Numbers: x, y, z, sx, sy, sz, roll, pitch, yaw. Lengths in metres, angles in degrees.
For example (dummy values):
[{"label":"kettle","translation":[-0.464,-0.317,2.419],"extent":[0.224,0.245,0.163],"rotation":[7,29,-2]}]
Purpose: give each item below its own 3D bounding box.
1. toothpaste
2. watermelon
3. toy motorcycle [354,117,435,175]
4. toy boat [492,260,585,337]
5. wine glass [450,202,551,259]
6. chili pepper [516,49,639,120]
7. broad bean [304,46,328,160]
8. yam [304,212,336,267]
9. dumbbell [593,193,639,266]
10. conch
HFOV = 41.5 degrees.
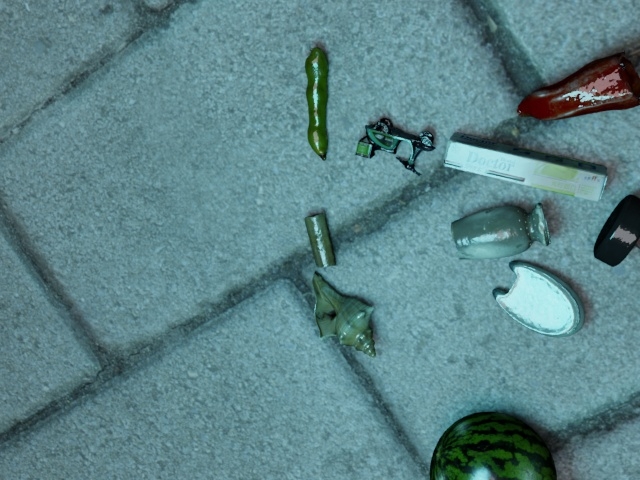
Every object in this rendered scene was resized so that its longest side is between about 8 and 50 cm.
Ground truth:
[{"label":"toothpaste","translation":[0.437,-0.159,1.811],"extent":[0.336,0.081,0.067],"rotation":[14,111,13]},{"label":"watermelon","translation":[0.385,0.531,1.896],"extent":[0.284,0.285,0.285],"rotation":[4,105,15]},{"label":"toy motorcycle","translation":[0.171,-0.213,1.888],"extent":[0.173,0.058,0.100],"rotation":[17,115,13]},{"label":"toy boat","translation":[0.492,0.134,1.883],"extent":[0.207,0.079,0.134],"rotation":[31,103,18]},{"label":"wine glass","translation":[0.393,-0.018,1.842],"extent":[0.204,0.111,0.111],"rotation":[-12,100,17]},{"label":"chili pepper","translation":[0.522,-0.294,1.722],"extent":[0.252,0.144,0.136],"rotation":[-17,136,25]},{"label":"broad bean","translation":[-0.007,-0.310,1.918],"extent":[0.052,0.052,0.257],"rotation":[-8,105,-21]},{"label":"yam","translation":[0.000,0.000,1.993],"extent":[0.054,0.054,0.133],"rotation":[-10,102,18]},{"label":"dumbbell","translation":[0.693,0.017,1.743],"extent":[0.218,0.152,0.153],"rotation":[30,110,7]},{"label":"conch","translation":[0.058,0.192,2.004],"extent":[0.234,0.114,0.137],"rotation":[36,103,42]}]
